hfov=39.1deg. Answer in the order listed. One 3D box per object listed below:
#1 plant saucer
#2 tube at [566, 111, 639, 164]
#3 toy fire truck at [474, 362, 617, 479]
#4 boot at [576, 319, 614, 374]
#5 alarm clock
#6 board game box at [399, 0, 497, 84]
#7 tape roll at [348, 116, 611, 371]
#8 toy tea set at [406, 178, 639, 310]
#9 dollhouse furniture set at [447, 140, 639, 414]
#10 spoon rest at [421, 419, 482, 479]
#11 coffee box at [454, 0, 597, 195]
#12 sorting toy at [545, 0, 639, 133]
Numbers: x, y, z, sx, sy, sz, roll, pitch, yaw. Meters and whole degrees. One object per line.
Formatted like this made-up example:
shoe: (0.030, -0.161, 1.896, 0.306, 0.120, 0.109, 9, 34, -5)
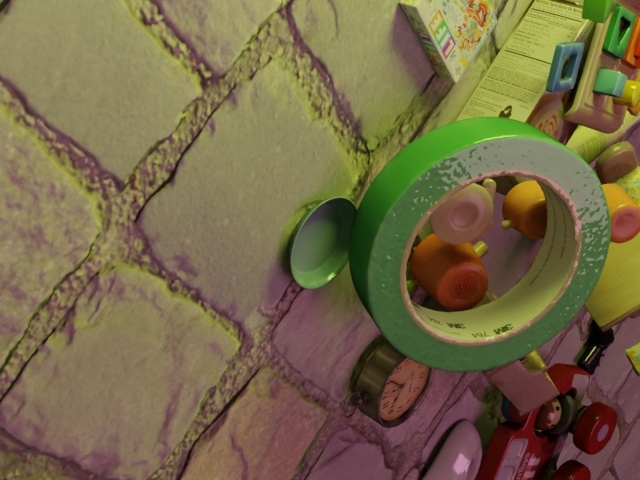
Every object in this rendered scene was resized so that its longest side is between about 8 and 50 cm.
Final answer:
plant saucer: (0.000, 0.000, 1.080, 0.119, 0.021, 0.119, -29, 133, -37)
tube: (0.448, -0.167, 1.504, 0.240, 0.062, 0.070, -39, 97, -23)
toy fire truck: (0.406, 0.377, 1.703, 0.254, 0.169, 0.302, 12, 102, -47)
boot: (0.587, 0.229, 1.935, 0.099, 0.045, 0.121, -53, 144, -8)
alarm clock: (0.092, 0.206, 1.289, 0.192, 0.064, 0.129, -20, 127, -46)
board game box: (0.159, -0.277, 1.096, 0.103, 0.026, 0.154, -56, 144, -9)
tape roll: (0.198, 0.010, 1.117, 0.322, 0.077, 0.321, -7, 117, -13)
toy tea set: (0.273, -0.008, 1.250, 0.336, 0.124, 0.199, 1, 115, -15)
dollhouse furniture set: (0.410, 0.070, 1.367, 0.394, 0.362, 0.256, -33, 146, 10)
spoon rest: (0.210, 0.441, 1.589, 0.276, 0.084, 0.137, -59, 148, -28)
coffee box: (0.296, -0.196, 1.255, 0.246, 0.098, 0.141, -57, 144, -9)
sorting toy: (0.421, -0.245, 1.252, 0.348, 0.047, 0.195, 2, 110, -53)
